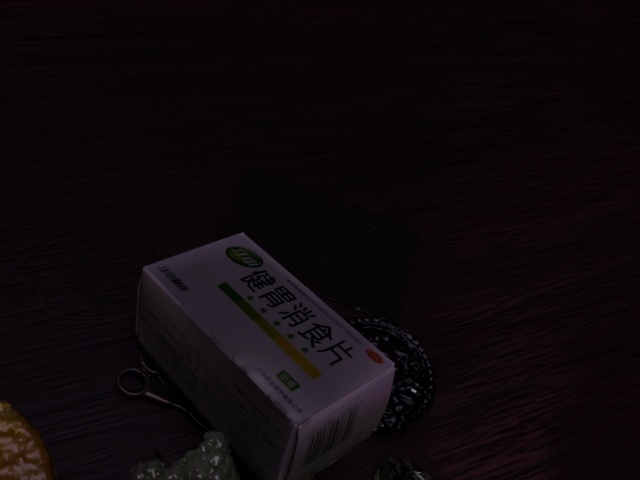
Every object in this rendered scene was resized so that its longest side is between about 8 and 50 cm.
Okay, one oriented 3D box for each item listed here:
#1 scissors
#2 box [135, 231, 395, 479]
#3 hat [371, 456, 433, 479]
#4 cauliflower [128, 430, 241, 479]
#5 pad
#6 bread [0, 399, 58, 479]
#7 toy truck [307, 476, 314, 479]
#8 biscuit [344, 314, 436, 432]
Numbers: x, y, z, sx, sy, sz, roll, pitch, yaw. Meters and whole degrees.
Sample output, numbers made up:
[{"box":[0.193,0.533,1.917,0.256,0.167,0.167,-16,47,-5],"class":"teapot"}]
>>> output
[{"box":[-0.175,0.230,1.028,0.220,0.017,0.088,37,48,8],"class":"scissors"},{"box":[-0.085,0.145,0.993,0.173,0.145,0.333,-20,48,-40],"class":"box"},{"box":[0.125,0.347,1.030,0.121,0.050,0.121,12,52,-15],"class":"hat"},{"box":[-0.171,0.331,0.839,0.239,0.315,0.256,-39,116,-14],"class":"cauliflower"},{"box":[0.000,0.000,1.283,0.330,0.004,0.220,22,49,-4],"class":"pad"},{"box":[-0.399,0.288,0.814,0.269,0.145,0.268,13,49,-16],"class":"bread"},{"box":[-0.039,0.278,1.012,0.052,0.063,0.123,5,53,-17],"class":"toy truck"},{"box":[0.080,0.196,1.128,0.195,0.053,0.194,10,51,-13],"class":"biscuit"}]
